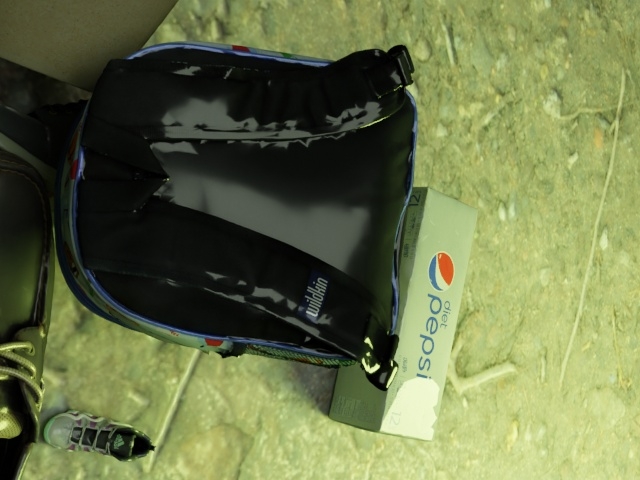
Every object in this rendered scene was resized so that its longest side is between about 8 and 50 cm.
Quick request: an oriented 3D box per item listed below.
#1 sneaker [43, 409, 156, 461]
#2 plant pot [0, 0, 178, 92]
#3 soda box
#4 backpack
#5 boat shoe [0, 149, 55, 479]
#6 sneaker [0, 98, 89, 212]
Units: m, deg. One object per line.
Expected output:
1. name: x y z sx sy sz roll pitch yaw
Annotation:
1. sneaker: -0.194 0.179 0.805 0.098 0.069 0.038 15 81 -42
2. plant pot: -0.186 -0.265 0.706 0.256 0.256 0.274 17 95 -41
3. soda box: 0.099 0.085 1.054 0.098 0.091 0.287 20 78 -40
4. backpack: -0.073 -0.032 0.704 0.263 0.213 0.277 12 75 -29
5. boat shoe: -0.257 0.110 0.673 0.132 0.130 0.356 6 98 -41
6. sneaker: -0.232 -0.097 0.768 0.222 0.083 0.118 34 60 -42
